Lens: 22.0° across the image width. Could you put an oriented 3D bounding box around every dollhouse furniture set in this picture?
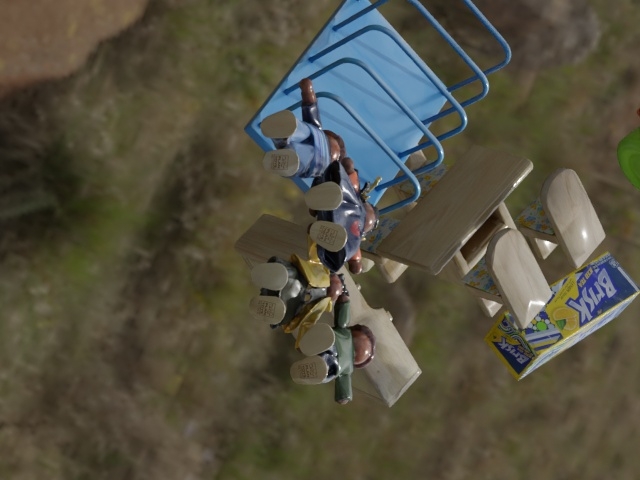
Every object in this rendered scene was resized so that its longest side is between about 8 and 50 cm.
[{"bbox_3d":[0.073,-0.009,1.405,0.242,0.212,0.161,-46,128,-20],"label":"dollhouse furniture set"}]

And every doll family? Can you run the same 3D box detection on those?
[{"bbox_3d":[0.000,0.000,1.002,0.111,0.076,0.193,-2,102,-69],"label":"doll family"}]

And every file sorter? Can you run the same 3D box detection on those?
[{"bbox_3d":[0.050,-0.112,1.253,0.104,0.118,0.170,-22,-153,53],"label":"file sorter"}]

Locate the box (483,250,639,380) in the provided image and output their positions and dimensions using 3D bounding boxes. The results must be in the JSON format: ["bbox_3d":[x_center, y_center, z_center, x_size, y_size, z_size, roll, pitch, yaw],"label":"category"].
[{"bbox_3d":[0.250,0.076,1.699,0.169,0.059,0.054,-27,161,-35],"label":"box"}]

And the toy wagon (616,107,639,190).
[{"bbox_3d":[0.326,-0.136,1.206,0.267,0.068,0.344,-38,174,-20],"label":"toy wagon"}]
